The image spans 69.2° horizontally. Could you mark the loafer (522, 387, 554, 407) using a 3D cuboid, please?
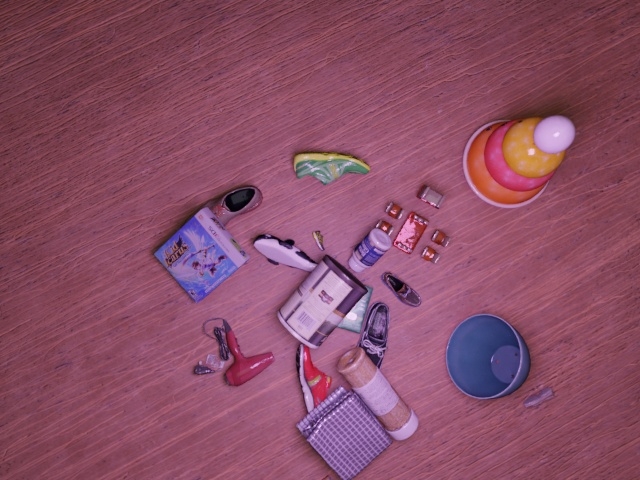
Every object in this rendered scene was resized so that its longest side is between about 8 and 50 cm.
[{"bbox_3d":[0.825,0.601,1.749,0.125,0.045,0.039,-28,93,-7],"label":"loafer"}]

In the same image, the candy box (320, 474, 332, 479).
[{"bbox_3d":[0.035,0.969,1.683,0.109,0.053,0.187,-33,85,-4],"label":"candy box"}]

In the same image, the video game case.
[{"bbox_3d":[-0.433,0.056,1.693,0.269,0.061,0.244,-40,92,17],"label":"video game case"}]

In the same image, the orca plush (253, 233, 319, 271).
[{"bbox_3d":[-0.104,0.030,1.746,0.287,0.151,0.102,15,53,3],"label":"orca plush"}]

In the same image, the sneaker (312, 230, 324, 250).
[{"bbox_3d":[0.000,0.000,1.784,0.035,0.031,0.083,-26,86,-5],"label":"sneaker"}]

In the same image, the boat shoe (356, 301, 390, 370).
[{"bbox_3d":[0.201,0.380,1.717,0.113,0.105,0.307,18,84,0],"label":"boat shoe"}]

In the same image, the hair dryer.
[{"bbox_3d":[-0.311,0.420,1.711,0.293,0.080,0.224,14,84,-1],"label":"hair dryer"}]

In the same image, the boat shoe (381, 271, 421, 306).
[{"bbox_3d":[0.307,0.190,1.758,0.183,0.066,0.066,36,85,2],"label":"boat shoe"}]

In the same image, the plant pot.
[{"bbox_3d":[0.629,0.428,1.667,0.195,0.290,0.291,23,83,-36],"label":"plant pot"}]

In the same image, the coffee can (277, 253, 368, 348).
[{"bbox_3d":[0.006,0.217,1.658,0.201,0.201,0.275,41,95,2],"label":"coffee can"}]

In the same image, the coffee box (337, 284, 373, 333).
[{"bbox_3d":[0.123,0.249,1.760,0.113,0.040,0.184,16,85,1],"label":"coffee box"}]

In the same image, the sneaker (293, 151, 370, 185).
[{"bbox_3d":[0.043,-0.275,1.790,0.295,0.109,0.124,3,107,-3],"label":"sneaker"}]

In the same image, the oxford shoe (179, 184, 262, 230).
[{"bbox_3d":[-0.382,-0.112,1.733,0.348,0.130,0.123,-34,87,-4],"label":"oxford shoe"}]

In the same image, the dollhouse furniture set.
[{"bbox_3d":[0.373,-0.075,1.776,0.261,0.135,0.259,30,96,1],"label":"dollhouse furniture set"}]

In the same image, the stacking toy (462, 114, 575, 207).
[{"bbox_3d":[0.735,-0.317,1.614,0.350,0.480,0.351,0,85,-2],"label":"stacking toy"}]

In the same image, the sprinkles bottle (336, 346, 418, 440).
[{"bbox_3d":[0.204,0.546,1.650,0.121,0.121,0.355,-39,103,-5],"label":"sprinkles bottle"}]

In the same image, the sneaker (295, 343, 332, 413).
[{"bbox_3d":[-0.019,0.507,1.710,0.118,0.107,0.279,-14,95,-9],"label":"sneaker"}]

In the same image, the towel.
[{"bbox_3d":[0.091,0.686,1.642,0.235,0.121,0.284,-39,108,-3],"label":"towel"}]

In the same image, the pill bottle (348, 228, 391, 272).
[{"bbox_3d":[0.178,0.042,1.721,0.094,0.094,0.169,41,125,2],"label":"pill bottle"}]
